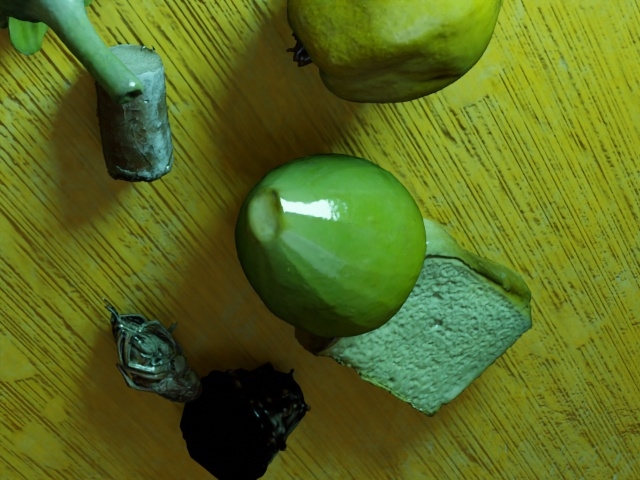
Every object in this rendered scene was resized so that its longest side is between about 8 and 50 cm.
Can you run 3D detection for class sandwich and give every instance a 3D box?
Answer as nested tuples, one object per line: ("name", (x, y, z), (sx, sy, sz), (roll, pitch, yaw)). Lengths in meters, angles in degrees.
("sandwich", (0.125, 0.094, 1.829), (0.226, 0.087, 0.251), (-44, 133, 18))

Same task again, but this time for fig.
("fig", (-0.002, -0.002, 1.624), (0.230, 0.207, 0.207), (21, 118, -27))

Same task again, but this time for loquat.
("loquat", (0.068, -0.232, 1.471), (0.234, 0.176, 0.187), (-18, 136, 20))

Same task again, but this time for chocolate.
("chocolate", (-0.077, 0.218, 1.838), (0.133, 0.156, 0.156), (-22, 141, -45))

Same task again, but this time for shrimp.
("shrimp", (-0.204, 0.133, 1.741), (0.073, 0.075, 0.190), (-10, 129, 31))

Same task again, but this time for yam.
("yam", (-0.193, -0.130, 1.517), (0.079, 0.079, 0.141), (-12, 130, -13))

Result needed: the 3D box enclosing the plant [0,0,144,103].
("plant", (-0.281, -0.243, 1.290), (0.261, 0.297, 0.306), (-6, 162, 9))
